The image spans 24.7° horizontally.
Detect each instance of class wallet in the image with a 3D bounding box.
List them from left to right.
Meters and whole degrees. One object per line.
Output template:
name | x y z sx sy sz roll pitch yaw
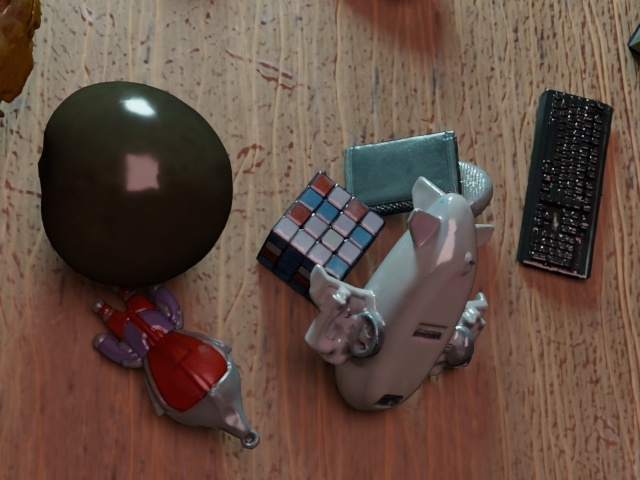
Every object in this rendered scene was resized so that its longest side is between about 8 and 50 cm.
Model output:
wallet | 0.092 -0.071 1.621 0.129 0.026 0.088 -8 67 14

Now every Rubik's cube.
Rubik's cube | 0.000 0.000 1.559 0.092 0.092 0.092 38 66 2

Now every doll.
doll | -0.143 0.129 1.485 0.227 0.075 0.102 41 80 14

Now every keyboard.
keyboard | 0.286 -0.067 1.693 0.094 0.025 0.230 13 67 -6

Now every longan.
longan | -0.187 -0.059 1.484 0.197 0.196 0.220 -5 61 -15

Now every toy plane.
toy plane | 0.088 0.064 1.506 0.252 0.252 0.118 -28 42 -22

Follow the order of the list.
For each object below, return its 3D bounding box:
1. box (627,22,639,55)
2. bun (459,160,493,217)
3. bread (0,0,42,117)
box | 0.534 -0.317 1.751 0.198 0.084 0.310 31 91 -1
bun | 0.152 -0.052 1.638 0.083 0.045 0.083 -2 61 3
bread | -0.461 -0.252 1.445 0.358 0.204 0.336 13 72 -32
